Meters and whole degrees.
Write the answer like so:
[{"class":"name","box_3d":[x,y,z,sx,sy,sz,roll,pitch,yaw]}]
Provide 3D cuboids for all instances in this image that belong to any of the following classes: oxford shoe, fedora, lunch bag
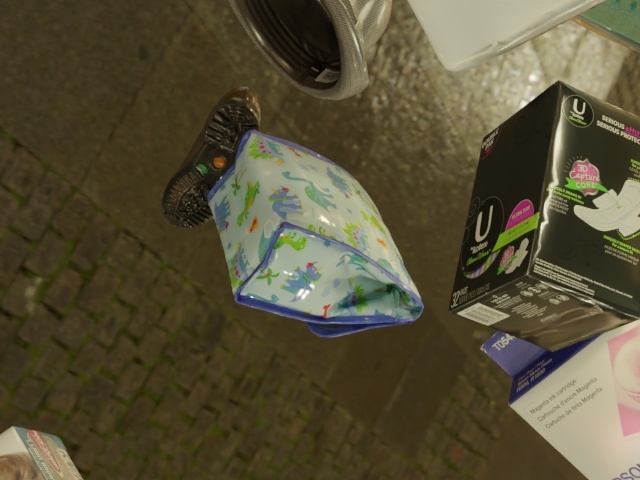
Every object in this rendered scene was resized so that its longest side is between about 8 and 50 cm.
[{"class":"oxford shoe","box_3d":[-0.136,-0.106,1.522,0.227,0.082,0.096,-52,-164,32]},{"class":"fedora","box_3d":[-0.007,-0.293,1.318,0.124,0.243,0.275,-43,137,-18]},{"class":"lunch bag","box_3d":[0.000,0.000,0.893,0.151,0.129,0.096,16,124,-30]}]

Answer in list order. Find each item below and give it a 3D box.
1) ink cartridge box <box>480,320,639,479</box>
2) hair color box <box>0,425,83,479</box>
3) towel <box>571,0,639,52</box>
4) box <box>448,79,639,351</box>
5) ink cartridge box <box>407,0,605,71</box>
[{"class":"ink cartridge box","box_3d":[0.439,0.208,1.733,0.324,0.330,0.071,-50,178,42]},{"class":"hair color box","box_3d":[-0.356,0.343,1.056,0.347,0.174,0.105,-37,160,0]},{"class":"towel","box_3d":[0.174,-0.287,0.735,0.370,0.040,0.271,17,115,-30]},{"class":"box","box_3d":[0.093,-0.008,0.457,0.062,0.052,0.083,-37,-145,62]},{"class":"ink cartridge box","box_3d":[0.093,-0.299,0.421,0.385,0.308,0.091,60,38,-6]}]
